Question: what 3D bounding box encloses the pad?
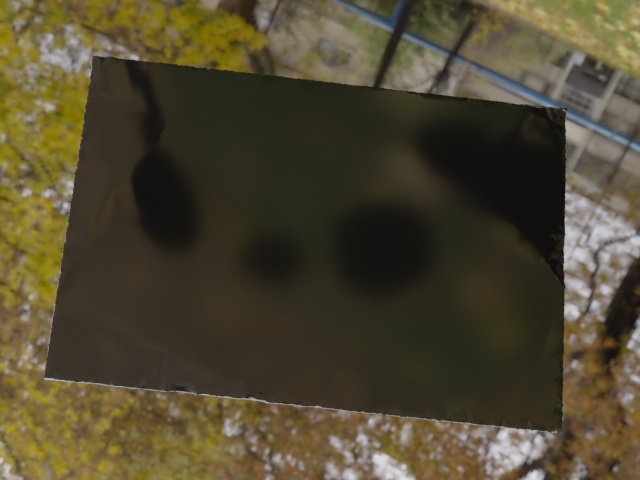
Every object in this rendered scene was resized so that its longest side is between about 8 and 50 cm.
[{"bbox_3d":[0.000,0.000,0.837,0.367,0.247,0.007,6,166,-3],"label":"pad"}]
